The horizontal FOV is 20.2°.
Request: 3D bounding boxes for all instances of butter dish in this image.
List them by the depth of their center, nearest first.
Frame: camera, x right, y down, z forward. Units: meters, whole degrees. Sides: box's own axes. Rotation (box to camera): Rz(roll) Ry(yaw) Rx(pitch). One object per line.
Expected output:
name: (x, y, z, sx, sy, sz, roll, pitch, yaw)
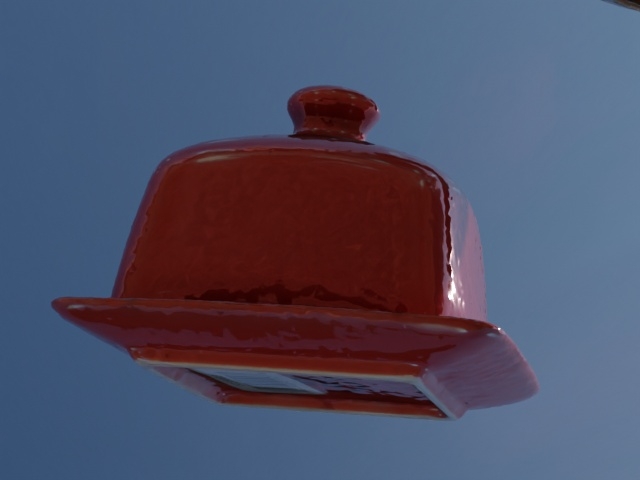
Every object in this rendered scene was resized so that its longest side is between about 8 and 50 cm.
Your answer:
butter dish: (0.000, 0.000, 0.667, 0.160, 0.160, 0.118, 2, -103, 14)

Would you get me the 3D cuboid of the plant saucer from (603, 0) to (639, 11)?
plant saucer: (0.114, -0.190, 0.809, 0.199, 0.036, 0.198, 19, -119, -38)
